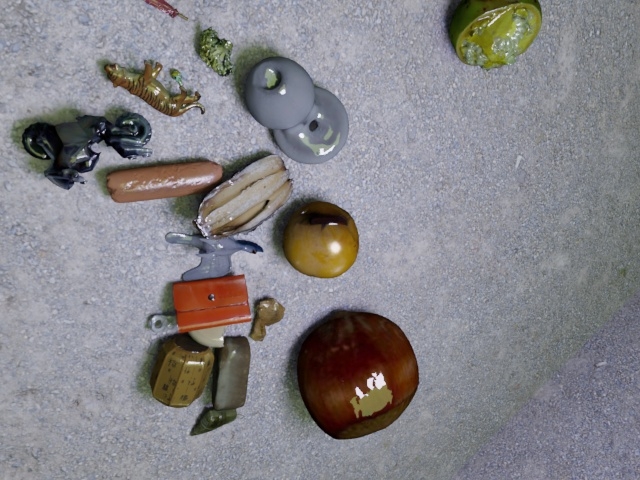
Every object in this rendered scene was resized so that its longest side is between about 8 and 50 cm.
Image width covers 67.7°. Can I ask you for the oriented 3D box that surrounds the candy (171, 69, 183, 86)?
[{"bbox_3d":[-0.343,-0.381,1.181,0.023,0.025,0.083,-43,133,-30],"label":"candy"}]

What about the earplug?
[{"bbox_3d":[-0.061,-0.343,1.263,0.325,0.175,0.214,38,90,-35],"label":"earplug"}]

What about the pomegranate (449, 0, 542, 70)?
[{"bbox_3d":[0.532,-0.638,1.461,0.260,0.260,0.340,-56,156,1],"label":"pomegranate"}]

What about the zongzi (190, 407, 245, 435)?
[{"bbox_3d":[-0.336,0.598,1.574,0.154,0.062,0.130,11,125,-48],"label":"zongzi"}]

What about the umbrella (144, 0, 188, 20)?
[{"bbox_3d":[-0.382,-0.548,1.089,0.165,0.025,0.027,21,117,-32],"label":"umbrella"}]

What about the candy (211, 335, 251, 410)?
[{"bbox_3d":[-0.281,0.413,1.486,0.104,0.102,0.234,1,110,-30],"label":"candy"}]

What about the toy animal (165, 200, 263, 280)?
[{"bbox_3d":[-0.294,0.016,1.338,0.255,0.176,0.239,16,99,1],"label":"toy animal"}]

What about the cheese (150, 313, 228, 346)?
[{"bbox_3d":[-0.348,0.212,1.375,0.249,0.071,0.163,18,71,-10],"label":"cheese"}]

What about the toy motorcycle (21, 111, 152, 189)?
[{"bbox_3d":[-0.518,-0.203,1.084,0.270,0.106,0.159,-11,93,-19],"label":"toy motorcycle"}]

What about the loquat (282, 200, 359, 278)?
[{"bbox_3d":[0.000,0.000,1.409,0.235,0.235,0.235,-11,114,-26],"label":"loquat"}]

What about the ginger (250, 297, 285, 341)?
[{"bbox_3d":[-0.164,0.249,1.512,0.096,0.067,0.165,2,121,-30],"label":"ginger"}]

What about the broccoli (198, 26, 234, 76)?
[{"bbox_3d":[-0.249,-0.458,1.163,0.095,0.092,0.097,6,88,-45],"label":"broccoli"}]

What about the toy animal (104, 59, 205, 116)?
[{"bbox_3d":[-0.387,-0.361,1.139,0.099,0.057,0.241,-41,133,21],"label":"toy animal"}]

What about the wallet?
[{"bbox_3d":[-0.302,0.173,1.335,0.204,0.045,0.142,-6,69,-16],"label":"wallet"}]

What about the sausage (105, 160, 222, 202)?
[{"bbox_3d":[-0.388,-0.150,1.209,0.289,0.086,0.086,-12,115,-26],"label":"sausage"}]

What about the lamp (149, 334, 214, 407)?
[{"bbox_3d":[-0.399,0.375,1.374,0.161,0.161,0.185,16,100,-33],"label":"lamp"}]

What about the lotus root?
[{"bbox_3d":[-0.214,-0.110,1.295,0.329,0.078,0.167,-36,115,-35],"label":"lotus root"}]

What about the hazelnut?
[{"bbox_3d":[0.124,0.437,1.591,0.421,0.353,0.421,0,93,-9],"label":"hazelnut"}]
